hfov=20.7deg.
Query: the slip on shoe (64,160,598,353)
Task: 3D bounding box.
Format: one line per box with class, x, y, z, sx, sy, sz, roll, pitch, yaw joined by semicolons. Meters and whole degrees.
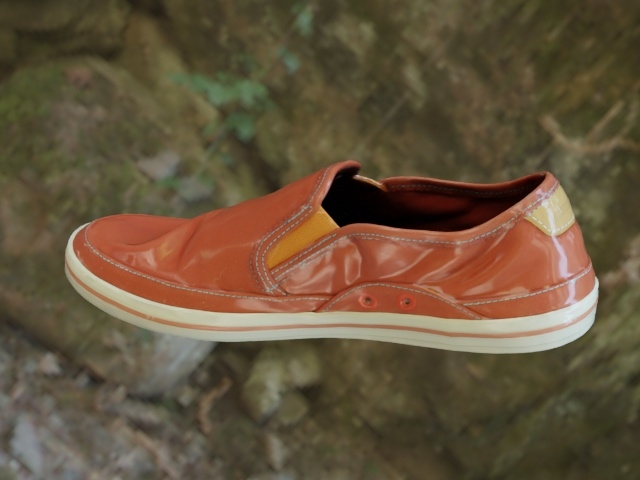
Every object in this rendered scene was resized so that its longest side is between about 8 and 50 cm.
slip on shoe;0.000;0.000;1.045;0.331;0.101;0.123;2;23;22
